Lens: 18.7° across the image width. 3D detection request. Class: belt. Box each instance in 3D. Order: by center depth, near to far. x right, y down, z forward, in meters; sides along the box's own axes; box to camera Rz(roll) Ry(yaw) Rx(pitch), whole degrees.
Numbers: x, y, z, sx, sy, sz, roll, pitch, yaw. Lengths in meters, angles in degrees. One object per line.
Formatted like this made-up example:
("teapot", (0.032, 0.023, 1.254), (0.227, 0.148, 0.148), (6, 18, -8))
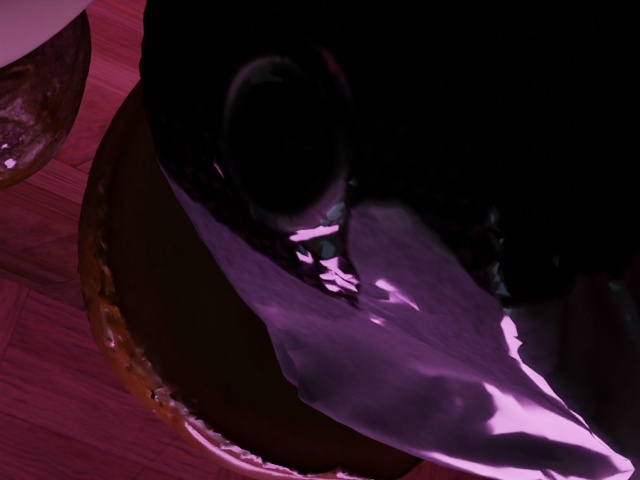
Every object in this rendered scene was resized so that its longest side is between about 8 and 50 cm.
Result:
("belt", (0.088, -0.041, 0.501), (0.289, 0.184, 0.164), (-12, -161, -42))

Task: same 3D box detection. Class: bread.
("bread", (0.000, 0.000, 0.895), (0.236, 0.236, 0.070), (23, 170, -16))

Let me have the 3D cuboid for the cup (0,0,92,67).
("cup", (-0.128, -0.147, 0.532), (0.255, 0.173, 0.202), (13, 169, 38))

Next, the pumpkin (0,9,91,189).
("pumpkin", (-0.223, -0.097, 1.018), (0.219, 0.162, 0.219), (20, 166, 5))
